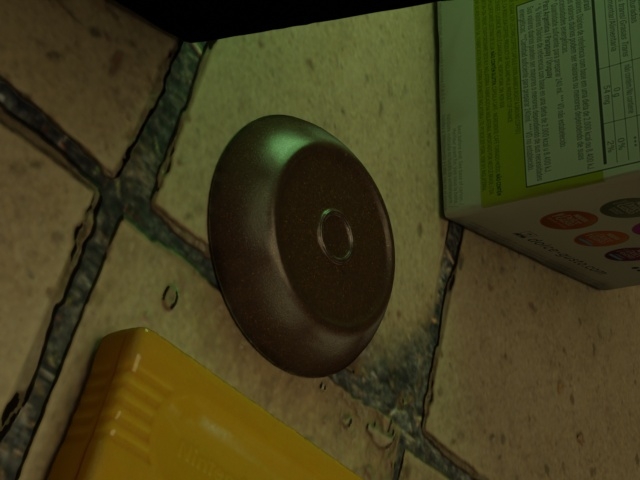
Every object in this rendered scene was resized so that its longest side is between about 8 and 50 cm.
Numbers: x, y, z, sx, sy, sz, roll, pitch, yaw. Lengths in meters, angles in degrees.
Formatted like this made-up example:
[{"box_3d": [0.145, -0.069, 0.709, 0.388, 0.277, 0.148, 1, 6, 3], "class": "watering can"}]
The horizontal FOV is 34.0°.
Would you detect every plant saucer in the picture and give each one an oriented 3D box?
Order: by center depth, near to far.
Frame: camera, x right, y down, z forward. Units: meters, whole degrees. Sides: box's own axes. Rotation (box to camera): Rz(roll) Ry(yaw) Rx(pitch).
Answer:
[{"box_3d": [0.000, 0.000, 0.769, 0.198, 0.036, 0.199, 18, 65, -47], "class": "plant saucer"}]

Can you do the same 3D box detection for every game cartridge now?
[{"box_3d": [-0.064, 0.256, 0.603, 0.285, 0.052, 0.324, 42, 51, -37], "class": "game cartridge"}]

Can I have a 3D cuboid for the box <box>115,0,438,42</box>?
[{"box_3d": [0.045, -0.392, 0.519, 0.297, 0.480, 0.472, 24, 73, -47], "class": "box"}]

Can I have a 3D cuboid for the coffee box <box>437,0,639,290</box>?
[{"box_3d": [0.339, -0.169, 0.998, 0.337, 0.334, 0.338, 19, 65, -48], "class": "coffee box"}]
